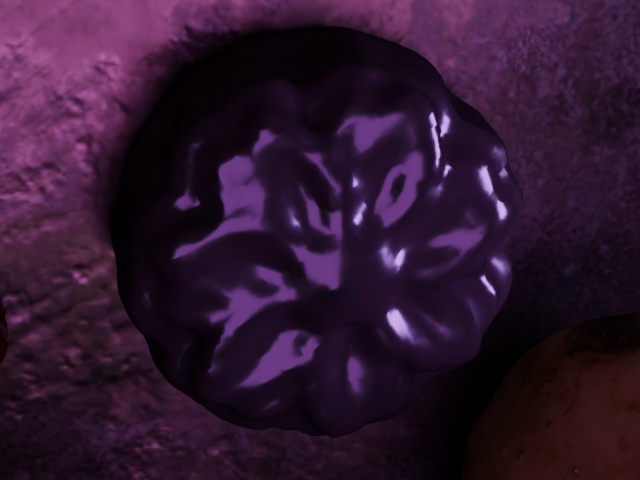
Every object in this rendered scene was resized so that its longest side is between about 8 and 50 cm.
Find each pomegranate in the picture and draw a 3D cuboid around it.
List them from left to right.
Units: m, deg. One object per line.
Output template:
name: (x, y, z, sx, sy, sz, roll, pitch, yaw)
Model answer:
pomegranate: (0.228, 0.192, 1.397, 0.281, 0.281, 0.281, -5, 113, -12)

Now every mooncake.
mooncake: (0.000, 0.000, 1.321, 0.283, 0.141, 0.283, -6, 114, -15)

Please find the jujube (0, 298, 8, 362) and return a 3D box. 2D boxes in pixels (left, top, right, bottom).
jujube: (-0.253, 0.038, 1.308, 0.077, 0.077, 0.129, -14, 106, -9)
